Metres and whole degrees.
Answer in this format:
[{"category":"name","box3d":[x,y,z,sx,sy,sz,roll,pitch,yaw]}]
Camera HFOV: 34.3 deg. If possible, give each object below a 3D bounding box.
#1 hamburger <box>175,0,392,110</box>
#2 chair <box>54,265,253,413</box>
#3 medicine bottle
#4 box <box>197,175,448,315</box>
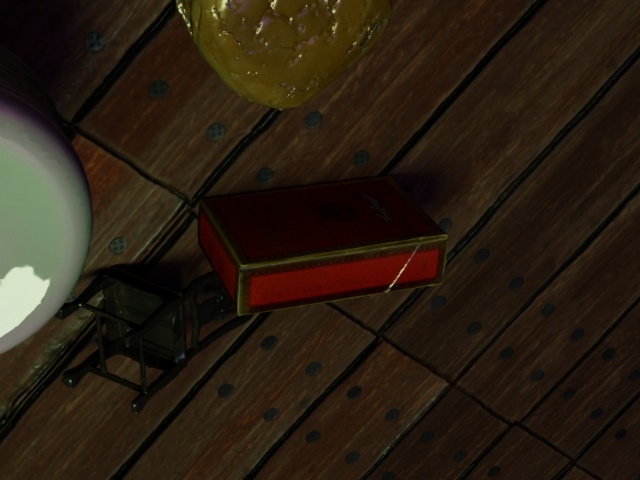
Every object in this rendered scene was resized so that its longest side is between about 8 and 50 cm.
[{"category":"hamburger","box3d":[-0.040,-0.238,1.008,0.213,0.108,0.214,-16,129,-20]},{"category":"chair","box3d":[-0.175,0.080,1.162,0.229,0.113,0.106,-40,142,-48]},{"category":"medicine bottle","box3d":[-0.331,-0.064,0.849,0.241,0.302,0.241,-13,124,-19]},{"category":"box","box3d":[0.000,0.001,1.142,0.239,0.153,0.074,-8,118,-21]}]
